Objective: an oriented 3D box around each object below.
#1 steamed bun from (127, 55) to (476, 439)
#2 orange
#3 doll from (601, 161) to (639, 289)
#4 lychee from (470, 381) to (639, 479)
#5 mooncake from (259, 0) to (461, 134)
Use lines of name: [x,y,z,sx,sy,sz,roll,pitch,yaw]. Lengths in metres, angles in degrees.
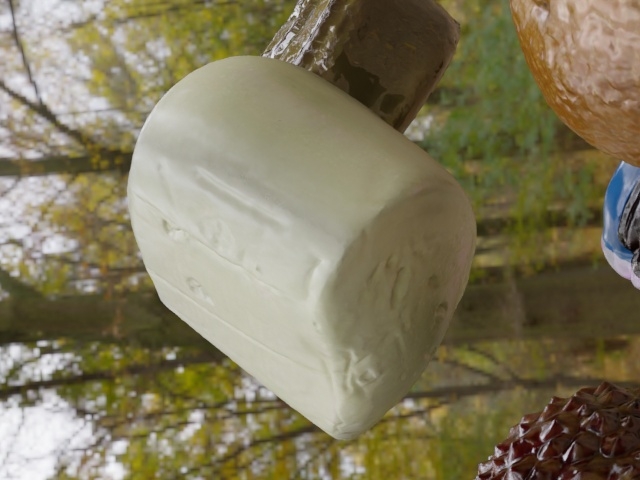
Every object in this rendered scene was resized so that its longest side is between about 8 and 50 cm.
steamed bun: [0.000,0.000,1.402,0.290,0.371,0.456,-45,-23,-24]
orange: [0.332,-0.211,0.953,0.322,0.357,0.322,40,135,55]
doll: [0.440,0.002,1.156,0.310,0.284,0.240,42,-172,29]
lychee: [0.421,0.392,1.553,0.424,0.500,0.424,162,90,-85]
mooncake: [0.022,-0.224,1.769,0.394,0.246,0.393,-60,11,-19]
